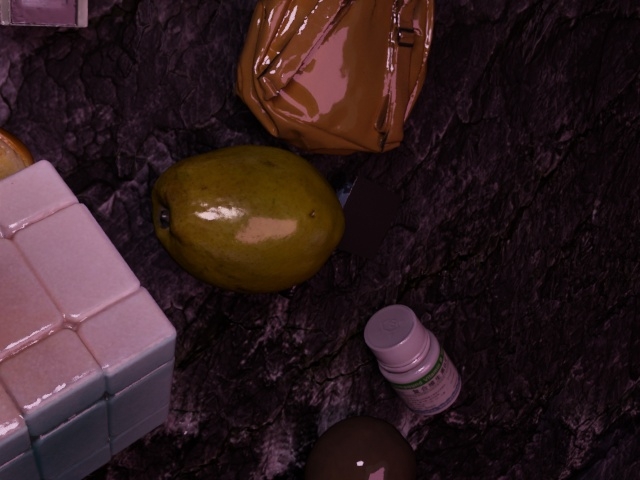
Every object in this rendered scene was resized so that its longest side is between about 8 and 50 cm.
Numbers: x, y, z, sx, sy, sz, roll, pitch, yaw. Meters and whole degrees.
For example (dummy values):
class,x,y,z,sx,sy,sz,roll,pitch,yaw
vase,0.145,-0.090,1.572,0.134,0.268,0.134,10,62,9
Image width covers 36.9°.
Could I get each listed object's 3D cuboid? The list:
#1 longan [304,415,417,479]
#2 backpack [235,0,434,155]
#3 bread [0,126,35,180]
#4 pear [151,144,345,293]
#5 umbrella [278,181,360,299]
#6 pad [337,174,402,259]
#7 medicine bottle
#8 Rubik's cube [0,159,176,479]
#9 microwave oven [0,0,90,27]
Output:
class,x,y,z,sx,sy,sz,roll,pitch,yaw
longan,0.081,0.472,1.942,0.248,0.248,0.248,-16,117,-34
backpack,0.035,-0.324,1.580,0.353,0.201,0.378,26,93,-41
bread,-0.497,-0.132,1.273,0.236,0.140,0.106,28,92,-42
pear,-0.118,-0.034,1.545,0.307,0.253,0.253,-3,110,-34
umbrella,0.000,0.000,1.787,0.250,0.052,0.053,-57,165,-6
pad,0.087,-0.040,1.825,0.211,0.003,0.143,21,94,-62
medicine bottle,0.190,0.246,1.982,0.139,0.139,0.237,-46,130,-15
Rubik's cube,-0.407,0.147,1.269,0.316,0.319,0.322,-31,160,-24
microwave oven,-0.362,-0.391,1.247,0.129,0.163,0.205,-3,114,-21
